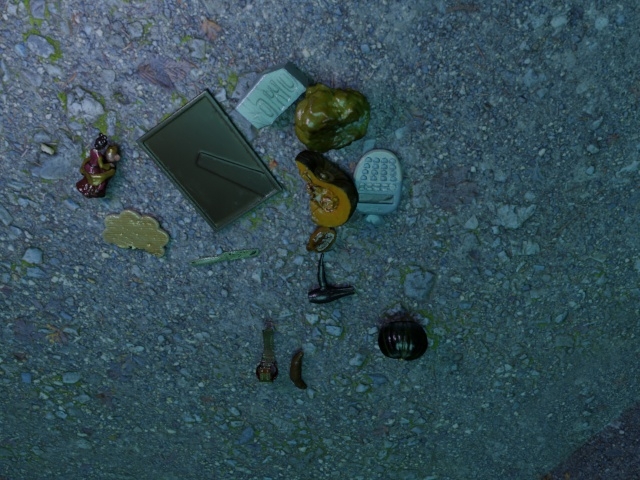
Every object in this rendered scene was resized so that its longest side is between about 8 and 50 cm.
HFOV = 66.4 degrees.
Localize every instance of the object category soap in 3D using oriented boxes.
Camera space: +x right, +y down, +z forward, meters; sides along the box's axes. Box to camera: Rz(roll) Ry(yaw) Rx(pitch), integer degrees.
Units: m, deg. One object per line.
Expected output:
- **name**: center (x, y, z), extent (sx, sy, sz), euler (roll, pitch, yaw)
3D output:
- **soap**: center (-0.155, -0.485, 1.625), extent (0.145, 0.091, 0.230), euler (39, 112, -20)

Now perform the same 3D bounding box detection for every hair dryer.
- **hair dryer**: center (0.035, 0.152, 2.003), extent (0.195, 0.075, 0.219), euler (-10, 112, -7)

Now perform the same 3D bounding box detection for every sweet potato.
- **sweet potato**: center (-0.106, 0.604, 2.245), extent (0.078, 0.058, 0.255), euler (-15, 124, -17)

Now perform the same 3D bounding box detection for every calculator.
- **calculator**: center (0.209, -0.192, 1.821), extent (0.188, 0.042, 0.303), euler (2, 118, -4)

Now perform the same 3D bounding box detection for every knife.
- **knife**: center (-0.389, 0.065, 1.962), extent (0.292, 0.020, 0.043), euler (-8, 117, 3)

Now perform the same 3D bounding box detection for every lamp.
- **lamp**: center (-0.774, -0.266, 1.724), extent (0.118, 0.118, 0.253), euler (26, 112, -15)

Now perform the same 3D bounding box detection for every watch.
- **watch**: center (-0.232, 0.511, 2.116), extent (0.102, 0.165, 0.268), euler (3, 141, -3)

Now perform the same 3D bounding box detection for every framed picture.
- **framed picture**: center (-0.393, -0.272, 1.772), extent (0.326, 0.028, 0.446), euler (-30, 115, 14)

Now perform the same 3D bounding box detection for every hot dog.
- **hot dog**: center (0.002, 0.001, 1.916), extent (0.089, 0.060, 0.140), euler (32, 107, -13)

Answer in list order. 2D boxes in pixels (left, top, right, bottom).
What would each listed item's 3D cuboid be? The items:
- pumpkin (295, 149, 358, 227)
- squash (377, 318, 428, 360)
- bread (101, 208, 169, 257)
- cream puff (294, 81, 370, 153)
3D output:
- **pumpkin**: center (0.002, -0.175, 1.764), extent (0.280, 0.139, 0.190), euler (36, 127, -3)
- **squash**: center (0.348, 0.425, 2.081), extent (0.218, 0.218, 0.173), euler (7, 83, -5)
- **bread**: center (-0.707, -0.034, 1.889), extent (0.250, 0.039, 0.182), euler (17, 117, -10)
- **cream puff**: center (0.034, -0.419, 1.604), extent (0.281, 0.185, 0.282), euler (-17, 160, -7)
